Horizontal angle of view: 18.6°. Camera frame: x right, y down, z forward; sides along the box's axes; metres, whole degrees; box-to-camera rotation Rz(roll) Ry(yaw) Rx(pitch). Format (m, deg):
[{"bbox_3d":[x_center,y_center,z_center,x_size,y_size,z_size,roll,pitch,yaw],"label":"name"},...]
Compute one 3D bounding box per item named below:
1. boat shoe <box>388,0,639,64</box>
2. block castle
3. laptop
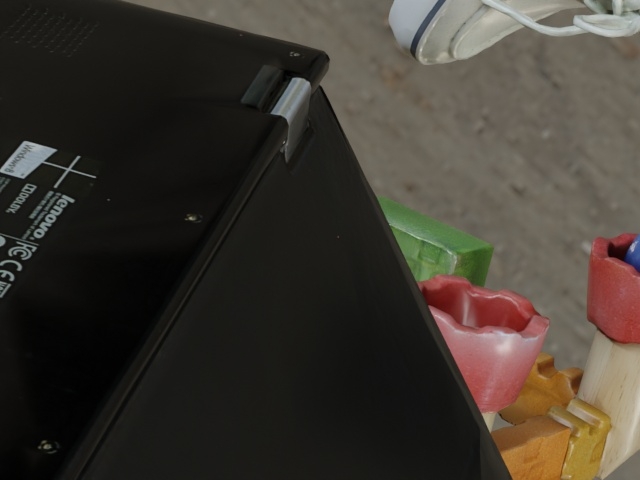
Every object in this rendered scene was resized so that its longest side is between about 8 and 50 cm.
[{"bbox_3d":[0.209,-0.193,1.299,0.367,0.136,0.156,-37,78,30],"label":"boat shoe"},{"bbox_3d":[0.000,0.000,1.294,0.453,0.303,0.213,26,112,33],"label":"block castle"},{"bbox_3d":[-0.116,0.105,0.610,0.407,0.382,0.236,16,123,8],"label":"laptop"}]
